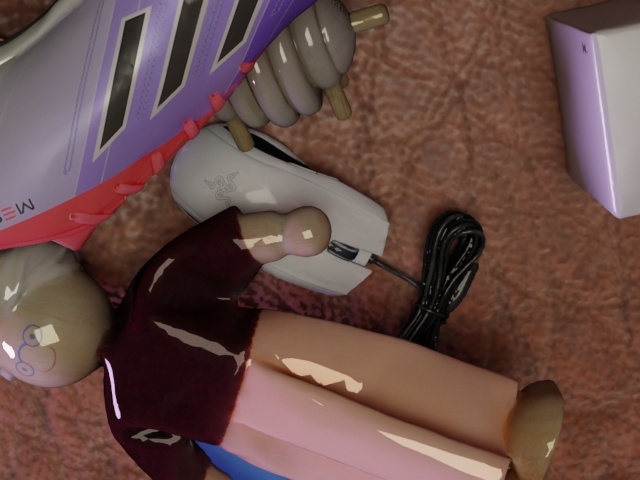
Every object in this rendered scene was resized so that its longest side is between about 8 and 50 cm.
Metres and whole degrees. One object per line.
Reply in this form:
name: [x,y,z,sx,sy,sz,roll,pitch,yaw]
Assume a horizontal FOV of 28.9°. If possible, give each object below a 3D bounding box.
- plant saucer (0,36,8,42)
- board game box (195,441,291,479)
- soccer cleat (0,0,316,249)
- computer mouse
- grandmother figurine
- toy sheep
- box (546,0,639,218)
plant saucer: [-0.193,-0.077,0.707,0.083,0.013,0.084,-1,105,-2]
board game box: [-0.017,0.164,0.774,0.133,0.033,0.169,-12,99,3]
soccer cleat: [-0.107,-0.064,0.609,0.318,0.108,0.116,-26,94,11]
computer mouse: [0.000,0.000,0.723,0.193,0.042,0.106,27,104,-10]
grandmother figurine: [-0.045,0.074,0.692,0.342,0.104,0.208,16,101,1]
toy sheep: [-0.025,-0.101,0.673,0.132,0.091,0.091,-20,106,8]
box: [0.181,-0.078,0.679,0.087,0.102,0.101,-12,107,-1]
